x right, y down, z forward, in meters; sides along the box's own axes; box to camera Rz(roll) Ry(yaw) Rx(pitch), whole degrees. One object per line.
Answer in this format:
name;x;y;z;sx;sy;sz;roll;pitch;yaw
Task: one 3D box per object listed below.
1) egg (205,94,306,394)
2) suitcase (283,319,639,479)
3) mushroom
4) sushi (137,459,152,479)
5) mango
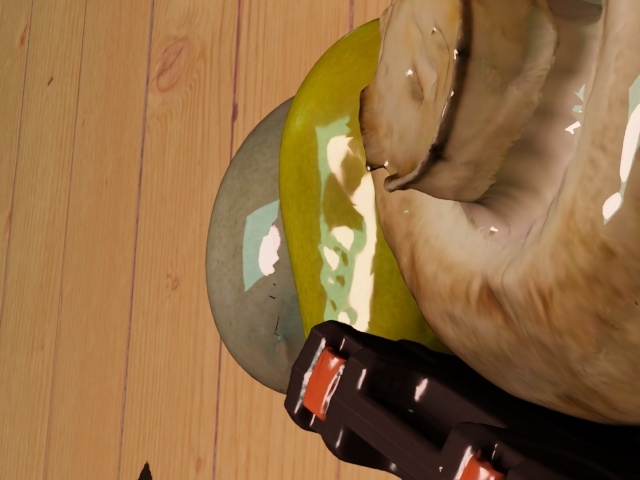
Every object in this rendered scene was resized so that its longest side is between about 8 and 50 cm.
egg;0.000;0.000;1.256;0.169;0.169;0.236;-2;80;64
suitcase;0.121;0.126;0.914;0.285;0.206;0.066;30;103;62
mushroom;0.149;-0.072;0.880;0.352;0.260;0.352;-173;90;-67
sushi;-0.214;0.375;1.676;0.220;0.047;0.231;-63;30;29
mango;0.068;-0.015;1.113;0.149;0.185;0.273;-11;85;62
